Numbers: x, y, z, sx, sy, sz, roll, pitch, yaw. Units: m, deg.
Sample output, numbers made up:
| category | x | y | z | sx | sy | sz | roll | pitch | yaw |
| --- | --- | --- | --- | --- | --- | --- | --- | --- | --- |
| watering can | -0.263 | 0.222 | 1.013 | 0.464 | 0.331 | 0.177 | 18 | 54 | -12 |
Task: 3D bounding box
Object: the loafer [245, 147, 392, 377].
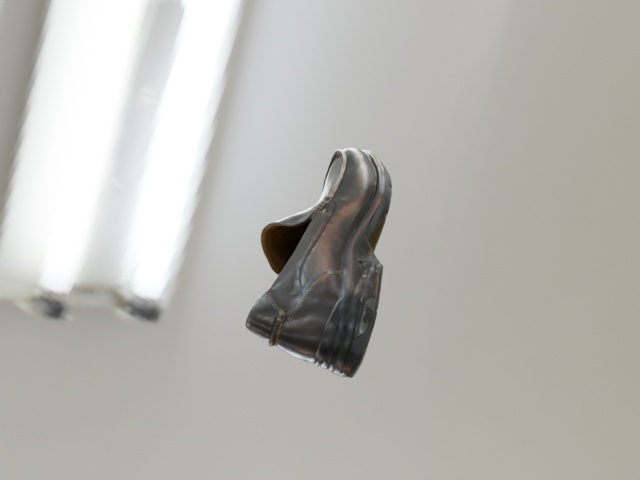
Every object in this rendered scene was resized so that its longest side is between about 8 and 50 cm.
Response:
| category | x | y | z | sx | sy | sz | roll | pitch | yaw |
| --- | --- | --- | --- | --- | --- | --- | --- | --- | --- |
| loafer | 0.000 | 0.000 | 0.976 | 0.061 | 0.170 | 0.062 | 15 | -58 | -5 |
